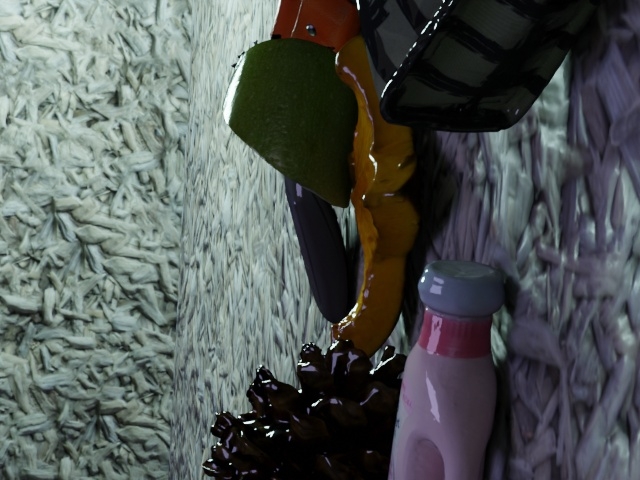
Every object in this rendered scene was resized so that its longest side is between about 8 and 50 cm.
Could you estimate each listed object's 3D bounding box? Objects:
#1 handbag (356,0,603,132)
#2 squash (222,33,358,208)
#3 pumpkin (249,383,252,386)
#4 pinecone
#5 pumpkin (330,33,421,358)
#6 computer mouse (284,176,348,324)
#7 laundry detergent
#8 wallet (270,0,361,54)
[{"bbox_3d":[0.139,-0.302,1.117,0.327,0.162,0.325,126,142,-59],"label":"handbag"},{"bbox_3d":[-0.047,-0.119,1.759,0.189,0.189,0.260,107,174,-50],"label":"squash"},{"bbox_3d":[-0.096,0.288,2.369,0.101,0.035,0.073,-134,36,-68],"label":"pumpkin"},{"bbox_3d":[-0.003,0.228,1.489,0.243,0.243,0.257,125,158,-68],"label":"pinecone"},{"bbox_3d":[0.060,-0.043,1.570,0.290,0.095,0.258,96,171,-48],"label":"pumpkin"},{"bbox_3d":[0.001,0.000,1.860,0.120,0.057,0.232,-128,23,-73],"label":"computer mouse"},{"bbox_3d":[0.116,0.186,1.307,0.159,0.087,0.335,-130,43,-69],"label":"laundry detergent"},{"bbox_3d":[-0.006,-0.300,1.883,0.142,0.045,0.204,46,150,16],"label":"wallet"}]
